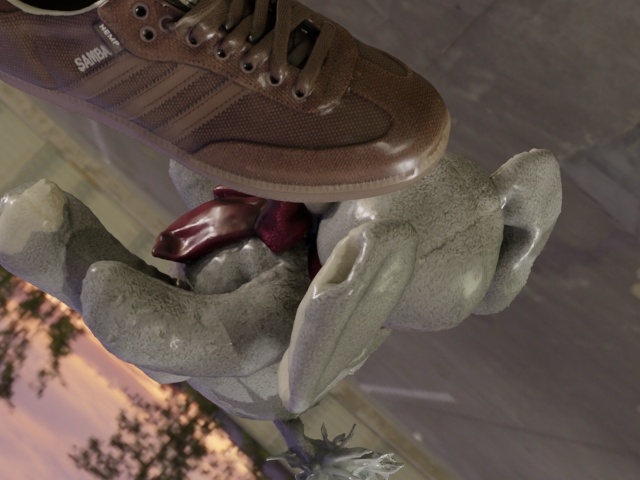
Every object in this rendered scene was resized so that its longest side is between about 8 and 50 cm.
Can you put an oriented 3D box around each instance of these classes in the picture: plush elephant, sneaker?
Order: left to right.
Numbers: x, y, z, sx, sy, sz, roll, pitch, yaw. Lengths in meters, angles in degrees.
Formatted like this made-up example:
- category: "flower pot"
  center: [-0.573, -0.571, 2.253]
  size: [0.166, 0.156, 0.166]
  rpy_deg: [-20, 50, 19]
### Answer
- category: "sneaker"
  center: [-0.044, -0.068, 0.334]
  size: [0.188, 0.066, 0.071]
  rpy_deg: [15, 152, 5]
- category: "plush elephant"
  center: [0.000, 0.000, 0.626]
  size: [0.330, 0.255, 0.272]
  rpy_deg: [52, -147, 11]
